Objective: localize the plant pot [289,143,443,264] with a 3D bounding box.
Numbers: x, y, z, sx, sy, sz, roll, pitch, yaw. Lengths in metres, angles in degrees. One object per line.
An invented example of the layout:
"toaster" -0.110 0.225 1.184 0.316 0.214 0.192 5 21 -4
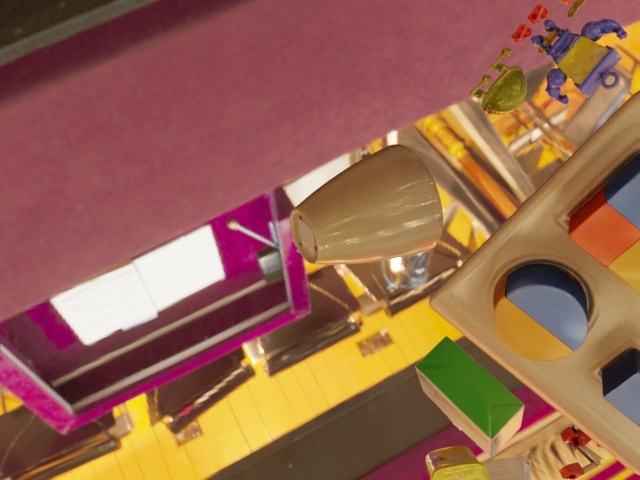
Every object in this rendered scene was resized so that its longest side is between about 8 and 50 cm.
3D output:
"plant pot" 0.081 -0.053 1.486 0.274 0.256 0.256 -20 150 -24

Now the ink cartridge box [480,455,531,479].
"ink cartridge box" 0.499 0.681 1.831 0.045 0.179 0.145 29 143 -31

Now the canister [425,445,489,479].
"canister" 0.310 0.531 1.564 0.126 0.073 0.170 -10 177 2

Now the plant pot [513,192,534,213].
"plant pot" 0.614 0.035 1.590 0.271 0.255 0.272 -10 131 -12

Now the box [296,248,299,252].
"box" 0.000 0.000 1.732 0.244 0.060 0.100 32 81 -82

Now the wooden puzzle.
"wooden puzzle" 0.321 0.074 0.669 0.348 0.322 0.080 -51 -179 36

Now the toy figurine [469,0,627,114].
"toy figurine" 0.527 -0.375 1.456 0.362 0.217 0.191 -53 156 18

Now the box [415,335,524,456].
"box" 0.387 0.413 1.775 0.127 0.262 0.231 -42 150 -9

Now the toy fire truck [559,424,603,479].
"toy fire truck" 0.728 0.573 1.858 0.192 0.135 0.047 -1 143 -19
